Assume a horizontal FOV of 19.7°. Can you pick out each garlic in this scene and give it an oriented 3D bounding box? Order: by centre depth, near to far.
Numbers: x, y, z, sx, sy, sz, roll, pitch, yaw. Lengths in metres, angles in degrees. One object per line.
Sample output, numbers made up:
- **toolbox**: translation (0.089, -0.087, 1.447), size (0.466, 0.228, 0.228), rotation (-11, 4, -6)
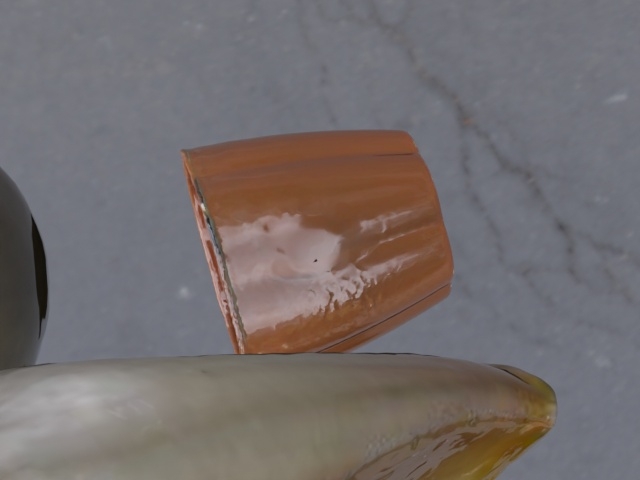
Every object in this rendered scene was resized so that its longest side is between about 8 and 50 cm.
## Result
- **garlic**: translation (-0.042, 0.087, 0.683), size (0.143, 0.318, 0.112), rotation (-20, 83, 45)

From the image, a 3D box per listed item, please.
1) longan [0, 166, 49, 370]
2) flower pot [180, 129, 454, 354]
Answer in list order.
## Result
- **longan**: translation (-0.230, 0.035, 0.901), size (0.198, 0.198, 0.212), rotation (45, 111, 12)
- **flower pot**: translation (0.000, 0.000, 1.370), size (0.173, 0.190, 0.190), rotation (-17, 100, -7)
